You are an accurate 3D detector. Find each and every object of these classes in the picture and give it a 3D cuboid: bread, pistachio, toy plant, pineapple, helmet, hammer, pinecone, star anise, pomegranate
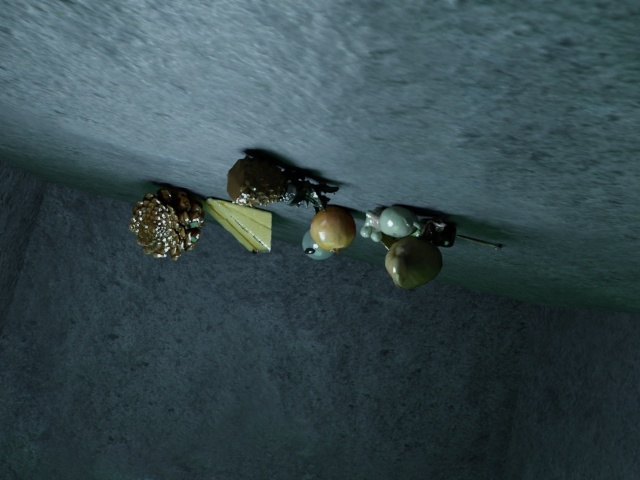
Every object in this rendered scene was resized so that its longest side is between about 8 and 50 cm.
[{"bbox_3d":[-0.459,-0.081,2.542,0.404,0.242,0.345,11,171,-12],"label":"bread"},{"bbox_3d":[0.320,0.076,1.683,0.162,0.182,0.293,7,-177,31],"label":"pistachio"},{"bbox_3d":[0.402,-0.027,1.769,0.162,0.093,0.093,11,173,19],"label":"toy plant"},{"bbox_3d":[-0.099,-0.160,1.512,0.364,0.166,0.165,7,178,-32],"label":"pineapple"},{"bbox_3d":[0.330,-0.001,1.921,0.205,0.140,0.257,48,-174,12],"label":"helmet"},{"bbox_3d":[0.622,0.005,1.922,0.181,0.017,0.062,14,173,-1],"label":"hammer"},{"bbox_3d":[-0.728,-0.102,2.453,0.383,0.385,0.384,13,173,2],"label":"pinecone"},{"bbox_3d":[0.387,-0.052,1.654,0.124,0.056,0.129,-31,-173,31],"label":"star anise"},{"bbox_3d":[0.046,-0.043,1.950,0.191,0.192,0.191,13,173,2],"label":"pomegranate"}]

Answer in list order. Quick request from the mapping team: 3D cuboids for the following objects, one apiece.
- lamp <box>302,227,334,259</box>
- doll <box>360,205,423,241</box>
[{"bbox_3d":[0.000,0.000,2.460,0.197,0.198,0.244,15,-171,-12],"label":"lamp"},{"bbox_3d":[0.246,-0.068,1.709,0.154,0.113,0.275,20,164,-28],"label":"doll"}]
